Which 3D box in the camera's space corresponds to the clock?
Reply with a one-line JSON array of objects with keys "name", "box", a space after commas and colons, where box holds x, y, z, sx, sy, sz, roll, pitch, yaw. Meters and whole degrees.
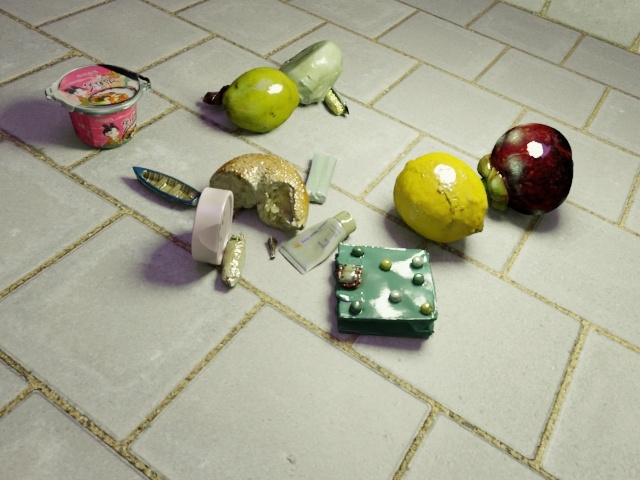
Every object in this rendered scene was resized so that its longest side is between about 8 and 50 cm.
[{"name": "clock", "box": [-0.281, -0.038, 1.473, 0.068, 0.197, 0.197, 9, 45, -1]}]

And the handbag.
[{"name": "handbag", "box": [0.172, 0.122, 1.482, 0.273, 0.100, 0.269, 8, 46, -5]}]

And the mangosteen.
[{"name": "mangosteen", "box": [0.654, -0.229, 1.801, 0.300, 0.300, 0.301, 6, 46, -6]}]

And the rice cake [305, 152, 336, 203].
[{"name": "rice cake", "box": [-0.002, -0.201, 1.798, 0.080, 0.042, 0.222, 16, 44, -2]}]

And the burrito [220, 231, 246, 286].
[{"name": "burrito", "box": [-0.232, 0.050, 1.505, 0.058, 0.045, 0.188, 2, 48, 0]}]

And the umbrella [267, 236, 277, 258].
[{"name": "umbrella", "box": [-0.134, 0.018, 1.576, 0.031, 0.020, 0.083, 33, 32, -38]}]

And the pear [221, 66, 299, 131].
[{"name": "pear", "box": [-0.200, -0.476, 1.908, 0.269, 0.213, 0.212, -20, 54, -26]}]

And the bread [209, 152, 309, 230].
[{"name": "bread", "box": [-0.148, -0.160, 1.639, 0.314, 0.171, 0.192, 29, 51, 15]}]

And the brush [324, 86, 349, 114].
[{"name": "brush", "box": [0.032, -0.562, 2.149, 0.060, 0.068, 0.297, -23, 48, -3]}]

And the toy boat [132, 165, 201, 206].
[{"name": "toy boat", "box": [-0.459, -0.159, 1.659, 0.228, 0.046, 0.080, 24, 47, 12]}]

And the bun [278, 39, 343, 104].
[{"name": "bun", "box": [-0.029, -0.604, 2.077, 0.283, 0.179, 0.283, -28, 28, 17]}]

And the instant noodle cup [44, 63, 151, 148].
[{"name": "instant noodle cup", "box": [-0.679, -0.406, 1.756, 0.302, 0.182, 0.259, -5, 48, -15]}]

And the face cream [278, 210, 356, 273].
[{"name": "face cream", "box": [0.000, 0.000, 1.598, 0.224, 0.070, 0.114, -33, 60, -25]}]

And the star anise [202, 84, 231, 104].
[{"name": "star anise", "box": [-0.344, -0.518, 2.001, 0.167, 0.057, 0.168, -17, 13, 4]}]

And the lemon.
[{"name": "lemon", "box": [0.353, -0.121, 1.655, 0.253, 0.254, 0.310, -29, 64, -33]}]
